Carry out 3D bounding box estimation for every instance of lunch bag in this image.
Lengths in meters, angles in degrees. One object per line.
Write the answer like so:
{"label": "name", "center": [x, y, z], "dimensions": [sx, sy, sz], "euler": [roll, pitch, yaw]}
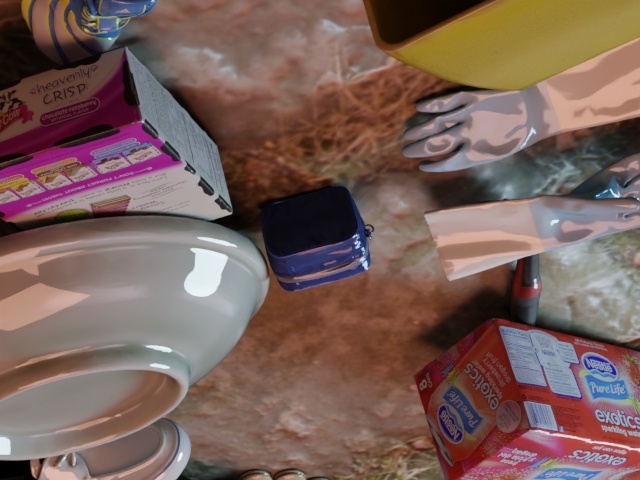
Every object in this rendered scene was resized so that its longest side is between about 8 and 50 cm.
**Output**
{"label": "lunch bag", "center": [0.000, 0.000, 1.664], "dimensions": [0.098, 0.067, 0.065], "euler": [-14, 142, 4]}

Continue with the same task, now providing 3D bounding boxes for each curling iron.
{"label": "curling iron", "center": [0.184, 0.040, 1.784], "dimensions": [0.068, 0.035, 0.274], "euler": [6, 150, 16]}

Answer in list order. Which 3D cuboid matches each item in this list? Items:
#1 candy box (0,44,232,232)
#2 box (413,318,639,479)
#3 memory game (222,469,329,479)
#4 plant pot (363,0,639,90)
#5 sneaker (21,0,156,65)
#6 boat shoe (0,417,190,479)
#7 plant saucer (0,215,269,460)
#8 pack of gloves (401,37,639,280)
{"label": "candy box", "center": [-0.182, -0.063, 1.491], "dimensions": [0.159, 0.071, 0.233], "euler": [-16, 159, 9]}
{"label": "box", "center": [0.233, 0.177, 1.858], "dimensions": [0.256, 0.128, 0.122], "euler": [14, 139, -41]}
{"label": "memory game", "center": [-0.063, 0.309, 2.091], "dimensions": [0.186, 0.012, 0.186], "euler": [-5, 142, -4]}
{"label": "plant pot", "center": [0.148, -0.225, 1.312], "dimensions": [0.212, 0.212, 0.187], "euler": [-24, 153, 19]}
{"label": "sneaker", "center": [-0.167, -0.186, 1.344], "dimensions": [0.091, 0.126, 0.240], "euler": [2, 140, -14]}
{"label": "boat shoe", "center": [-0.268, 0.222, 1.878], "dimensions": [0.267, 0.096, 0.088], "euler": [-9, 148, 13]}
{"label": "plant saucer", "center": [-0.229, 0.110, 1.645], "dimensions": [0.400, 0.101, 0.400], "euler": [-15, 159, -6]}
{"label": "pack of gloves", "center": [0.194, -0.059, 1.606], "dimensions": [0.232, 0.046, 0.195], "euler": [-17, 126, 10]}
